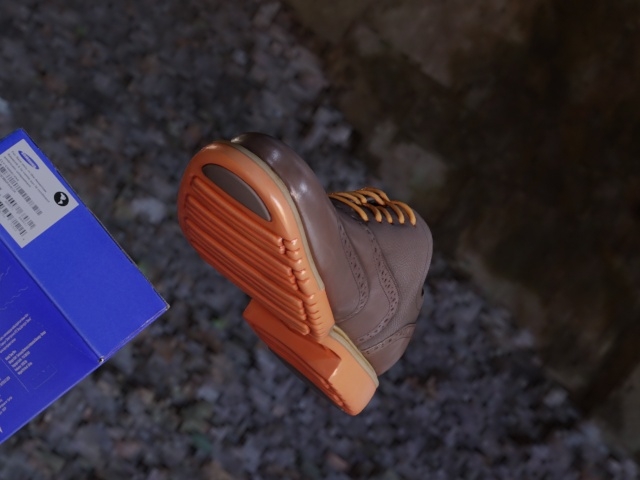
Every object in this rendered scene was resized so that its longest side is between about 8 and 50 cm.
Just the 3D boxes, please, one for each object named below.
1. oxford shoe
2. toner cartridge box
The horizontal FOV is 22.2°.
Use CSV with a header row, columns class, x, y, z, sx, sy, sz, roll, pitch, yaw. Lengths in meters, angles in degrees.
class,x,y,z,sx,sy,sz,roll,pitch,yaw
oxford shoe,0.000,0.000,1.145,0.130,0.133,0.364,38,-12,21
toner cartridge box,-0.262,0.067,1.229,0.165,0.348,0.075,52,50,-2
